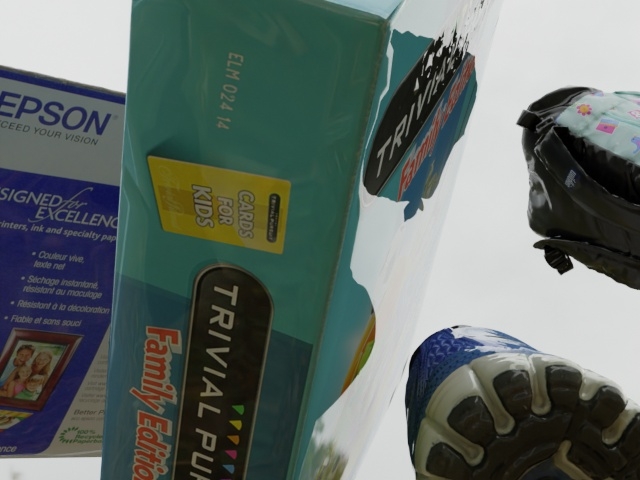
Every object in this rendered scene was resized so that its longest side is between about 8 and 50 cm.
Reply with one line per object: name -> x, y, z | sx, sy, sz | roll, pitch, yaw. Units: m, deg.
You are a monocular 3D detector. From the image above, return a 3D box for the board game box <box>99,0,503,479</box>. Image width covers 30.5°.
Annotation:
board game box -> 0.000, 0.000, 0.503 | 0.079, 0.254, 0.336 | 19, -53, 10

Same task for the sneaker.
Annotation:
sneaker -> 0.144, 0.166, 0.560 | 0.129, 0.147, 0.330 | -31, -72, 2

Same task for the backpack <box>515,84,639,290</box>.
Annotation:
backpack -> 0.239, -0.032, 0.842 | 0.115, 0.182, 0.152 | -41, -44, -21

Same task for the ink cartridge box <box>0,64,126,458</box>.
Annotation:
ink cartridge box -> -0.146, 0.024, 0.804 | 0.303, 0.072, 0.307 | 9, -59, -40
